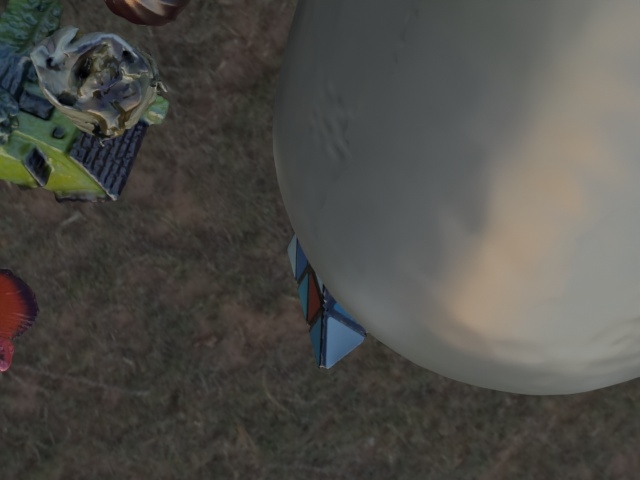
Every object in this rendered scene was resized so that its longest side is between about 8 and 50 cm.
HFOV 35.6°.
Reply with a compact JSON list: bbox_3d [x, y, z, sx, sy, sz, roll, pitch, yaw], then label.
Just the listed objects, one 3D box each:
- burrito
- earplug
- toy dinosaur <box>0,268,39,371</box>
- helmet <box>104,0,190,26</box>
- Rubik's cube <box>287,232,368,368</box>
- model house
[{"bbox_3d":[-0.091,-0.067,0.429,0.041,0.185,0.045,35,88,-10],"label":"burrito"},{"bbox_3d":[0.134,-0.094,0.519,0.312,0.313,0.394,-7,146,-25],"label":"earplug"},{"bbox_3d":[-0.428,0.044,1.214,0.139,0.286,0.070,-14,147,-41],"label":"toy dinosaur"},{"bbox_3d":[-0.176,-0.254,0.999,0.123,0.098,0.070,46,45,-52],"label":"helmet"},{"bbox_3d":[0.000,0.000,1.463,0.284,0.234,0.250,-39,116,-22],"label":"Rubik's cube"},{"bbox_3d":[-0.295,-0.153,1.178,0.211,0.194,0.170,21,146,-11],"label":"model house"}]
